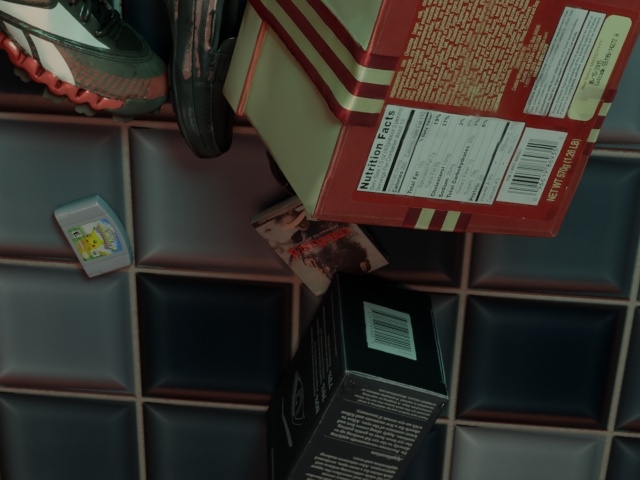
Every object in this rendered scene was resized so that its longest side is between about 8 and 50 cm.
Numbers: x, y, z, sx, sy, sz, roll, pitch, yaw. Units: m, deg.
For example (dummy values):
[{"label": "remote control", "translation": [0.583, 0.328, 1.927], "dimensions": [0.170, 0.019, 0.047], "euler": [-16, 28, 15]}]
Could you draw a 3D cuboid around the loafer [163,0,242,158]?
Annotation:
[{"label": "loafer", "translation": [-0.092, -0.173, 1.278], "dimensions": [0.078, 0.076, 0.223], "euler": [5, 119, 12]}]

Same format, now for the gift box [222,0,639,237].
[{"label": "gift box", "translation": [0.090, -0.153, 1.161], "dimensions": [0.276, 0.258, 0.255], "euler": [8, 118, -29]}]

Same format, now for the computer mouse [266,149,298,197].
[{"label": "computer mouse", "translation": [-0.021, -0.142, 1.319], "dimensions": [0.071, 0.041, 0.242], "euler": [-12, 130, -18]}]

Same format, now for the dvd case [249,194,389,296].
[{"label": "dvd case", "translation": [0.000, 0.000, 1.404], "dimensions": [0.087, 0.013, 0.119], "euler": [-25, 128, 20]}]

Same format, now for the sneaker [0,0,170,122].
[{"label": "sneaker", "translation": [-0.236, -0.211, 1.254], "dimensions": [0.276, 0.098, 0.135], "euler": [33, 122, -14]}]

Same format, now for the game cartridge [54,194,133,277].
[{"label": "game cartridge", "translation": [-0.221, -0.004, 1.435], "dimensions": [0.056, 0.017, 0.083], "euler": [-18, 119, 12]}]

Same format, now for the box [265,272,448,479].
[{"label": "box", "translation": [0.030, 0.164, 1.430], "dimensions": [0.108, 0.153, 0.207], "euler": [16, 125, -15]}]
